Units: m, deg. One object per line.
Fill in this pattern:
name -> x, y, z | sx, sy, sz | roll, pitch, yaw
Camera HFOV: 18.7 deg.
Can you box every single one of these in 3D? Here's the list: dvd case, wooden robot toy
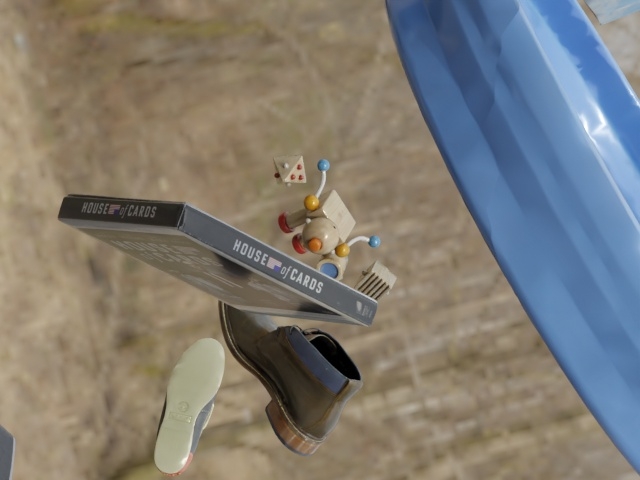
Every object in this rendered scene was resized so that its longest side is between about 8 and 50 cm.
dvd case -> -0.090, 0.018, 1.718 | 0.238, 0.179, 0.030 | 27, 75, -39
wooden robot toy -> 0.000, 0.000, 1.863 | 0.173, 0.076, 0.079 | 56, 24, -15

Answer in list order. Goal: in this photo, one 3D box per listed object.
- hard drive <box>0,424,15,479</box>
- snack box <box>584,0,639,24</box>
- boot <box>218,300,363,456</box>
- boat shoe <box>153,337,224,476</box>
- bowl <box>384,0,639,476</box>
hard drive -> -0.402, 0.271, 2.046 | 0.172, 0.054, 0.255 | 50, 34, -36
snack box -> 0.351, -0.356, 2.082 | 0.070, 0.174, 0.207 | 44, 32, -49
boot -> -0.028, 0.110, 2.048 | 0.082, 0.106, 0.219 | 7, 44, -47
boat shoe -> -0.126, 0.160, 1.861 | 0.043, 0.049, 0.137 | 71, 36, -78
bowl -> 0.160, -0.018, 1.117 | 0.391, 0.077, 0.391 | 54, 16, -23
